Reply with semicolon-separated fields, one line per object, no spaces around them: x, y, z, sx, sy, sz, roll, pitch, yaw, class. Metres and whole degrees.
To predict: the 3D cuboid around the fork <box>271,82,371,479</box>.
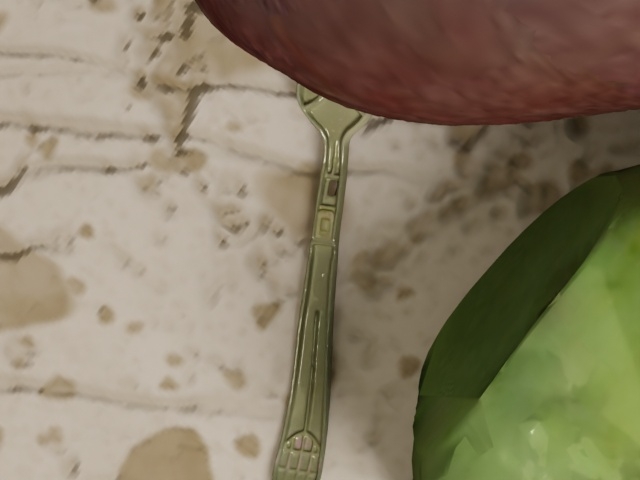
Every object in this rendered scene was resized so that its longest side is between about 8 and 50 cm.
-0.001;0.000;0.657;0.034;0.028;0.220;9;89;9;fork

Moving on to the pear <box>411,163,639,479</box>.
0.181;0.076;0.544;0.286;0.176;0.282;40;94;10;pear

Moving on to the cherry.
0.068;-0.163;0.555;0.307;0.221;0.261;-26;63;23;cherry
